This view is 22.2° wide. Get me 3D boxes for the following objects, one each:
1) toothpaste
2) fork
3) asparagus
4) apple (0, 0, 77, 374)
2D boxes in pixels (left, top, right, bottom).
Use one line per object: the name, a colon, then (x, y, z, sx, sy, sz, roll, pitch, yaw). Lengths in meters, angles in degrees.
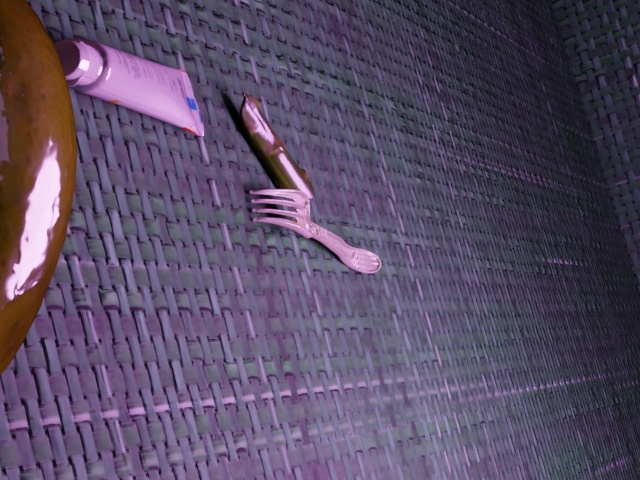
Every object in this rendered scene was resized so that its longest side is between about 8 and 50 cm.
toothpaste: (-0.116, -0.098, 1.016, 0.190, 0.031, 0.048, 10, 60, -72)
fork: (0.006, -0.002, 1.254, 0.219, 0.028, 0.034, 29, 43, -62)
asparagus: (-0.036, -0.069, 1.211, 0.108, 0.021, 0.025, 56, 21, -36)
apple: (-0.178, -0.017, 0.554, 0.157, 0.196, 0.196, 107, -28, -70)
